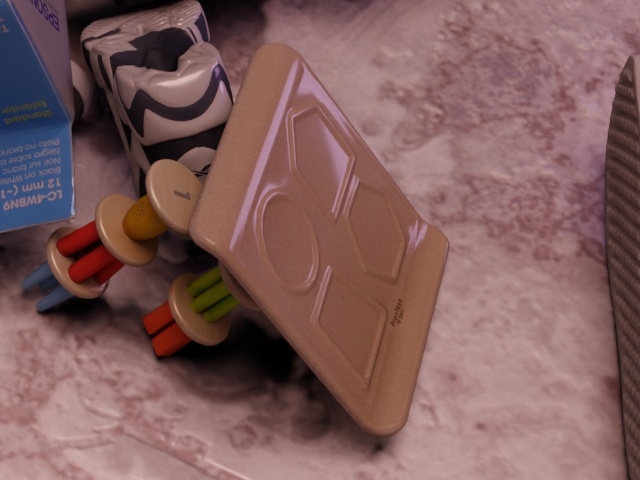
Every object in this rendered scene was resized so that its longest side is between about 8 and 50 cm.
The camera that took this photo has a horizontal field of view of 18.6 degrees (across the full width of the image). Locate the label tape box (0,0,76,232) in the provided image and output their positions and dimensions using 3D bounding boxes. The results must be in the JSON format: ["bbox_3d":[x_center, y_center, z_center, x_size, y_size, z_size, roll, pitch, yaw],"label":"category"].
[{"bbox_3d":[-0.303,-0.168,1.291,0.249,0.115,0.348,-11,69,10],"label":"label tape box"}]

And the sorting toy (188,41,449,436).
[{"bbox_3d":[0.000,0.000,1.287,0.208,0.038,0.193,48,39,-29],"label":"sorting toy"}]

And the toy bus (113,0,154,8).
[{"bbox_3d":[-0.029,-0.263,1.451,0.332,0.108,0.130,-12,85,-26],"label":"toy bus"}]

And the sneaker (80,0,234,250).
[{"bbox_3d":[-0.100,-0.074,1.365,0.094,0.153,0.235,-17,22,-14],"label":"sneaker"}]

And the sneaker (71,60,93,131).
[{"bbox_3d":[-0.278,-0.109,1.357,0.217,0.079,0.121,23,55,6],"label":"sneaker"}]

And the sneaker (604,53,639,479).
[{"bbox_3d":[0.267,0.023,1.337,0.127,0.126,0.321,1,66,-4],"label":"sneaker"}]

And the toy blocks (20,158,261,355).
[{"bbox_3d":[-0.117,0.028,1.283,0.123,0.148,0.054,48,35,-15],"label":"toy blocks"}]
